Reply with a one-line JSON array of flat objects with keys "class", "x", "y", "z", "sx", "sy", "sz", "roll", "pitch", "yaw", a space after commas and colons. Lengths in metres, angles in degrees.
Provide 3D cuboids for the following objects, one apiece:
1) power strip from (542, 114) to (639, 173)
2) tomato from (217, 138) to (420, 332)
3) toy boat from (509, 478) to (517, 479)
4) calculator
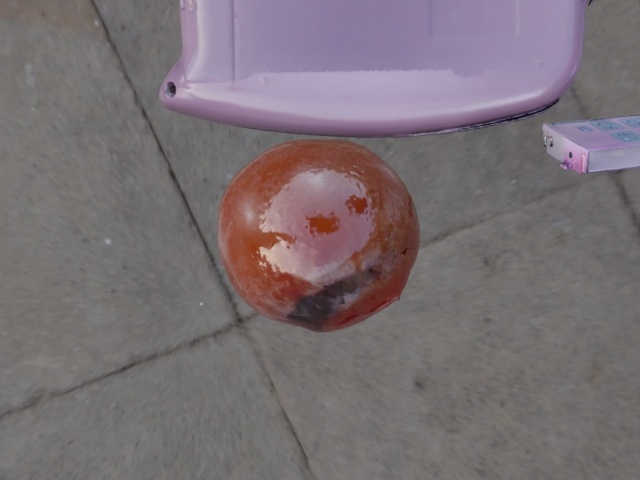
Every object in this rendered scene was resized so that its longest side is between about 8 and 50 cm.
[{"class": "power strip", "x": 0.425, "y": -0.133, "z": 1.671, "sx": 0.279, "sy": 0.109, "sz": 0.037, "roll": -7, "pitch": 116, "yaw": -22}, {"class": "tomato", "x": 0.000, "y": 0.000, "z": 1.321, "sx": 0.208, "sy": 0.208, "sz": 0.184, "roll": -26, "pitch": 54, "yaw": -6}, {"class": "toy boat", "x": 0.241, "y": 0.311, "z": 1.424, "sx": 0.016, "sy": 0.115, "sz": 0.063, "roll": -40, "pitch": 53, "yaw": -11}, {"class": "calculator", "x": 0.033, "y": -0.163, "z": 0.813, "sx": 0.294, "sy": 0.043, "sz": 0.194, "roll": -1, "pitch": 90, "yaw": 10}]
